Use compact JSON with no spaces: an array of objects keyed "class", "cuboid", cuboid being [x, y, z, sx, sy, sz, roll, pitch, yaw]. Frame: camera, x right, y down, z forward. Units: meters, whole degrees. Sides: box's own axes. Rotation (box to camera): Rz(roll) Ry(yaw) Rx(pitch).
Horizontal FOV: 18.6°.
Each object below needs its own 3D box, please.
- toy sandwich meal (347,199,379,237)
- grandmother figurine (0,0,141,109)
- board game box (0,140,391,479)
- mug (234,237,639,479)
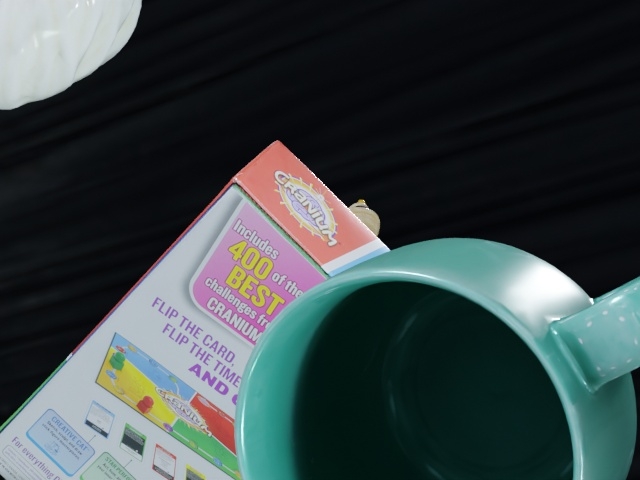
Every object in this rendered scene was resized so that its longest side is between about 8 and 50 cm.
[{"class":"toy sandwich meal","cuboid":[0.000,0.000,1.287,0.085,0.085,0.029,17,36,-54]},{"class":"grandmother figurine","cuboid":[-0.232,-0.120,0.694,0.342,0.104,0.208,14,70,-7]},{"class":"board game box","cuboid":[-0.045,0.124,1.253,0.242,0.316,0.064,45,35,-2]},{"class":"mug","cuboid":[0.060,0.065,0.700,0.097,0.157,0.130,-21,113,-63]}]
